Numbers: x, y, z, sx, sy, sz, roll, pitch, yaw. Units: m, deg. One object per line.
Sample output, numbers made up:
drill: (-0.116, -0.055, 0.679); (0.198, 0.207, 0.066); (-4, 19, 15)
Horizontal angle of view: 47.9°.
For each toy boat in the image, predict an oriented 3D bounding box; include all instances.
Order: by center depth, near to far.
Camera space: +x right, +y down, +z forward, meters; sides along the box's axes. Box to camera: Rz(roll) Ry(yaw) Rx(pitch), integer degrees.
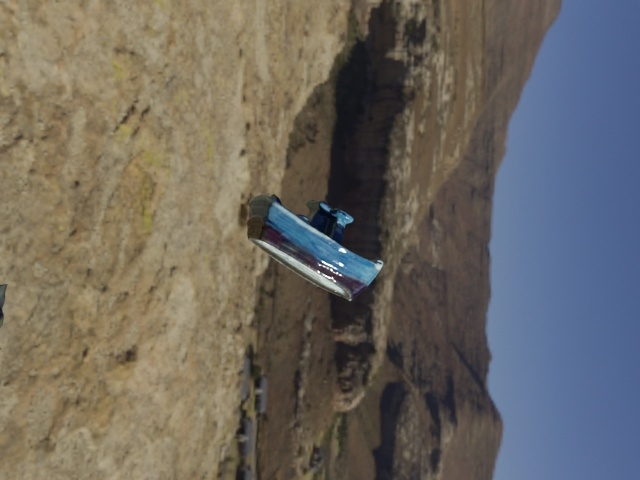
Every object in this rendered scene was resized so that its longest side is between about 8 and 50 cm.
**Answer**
toy boat: (0.000, 0.000, 0.590); (0.137, 0.060, 0.061); (34, 73, -30)

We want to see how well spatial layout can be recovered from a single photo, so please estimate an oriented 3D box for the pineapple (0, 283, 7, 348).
pineapple: (-0.295, 0.037, 0.347); (0.310, 0.141, 0.170); (32, 20, -46)
